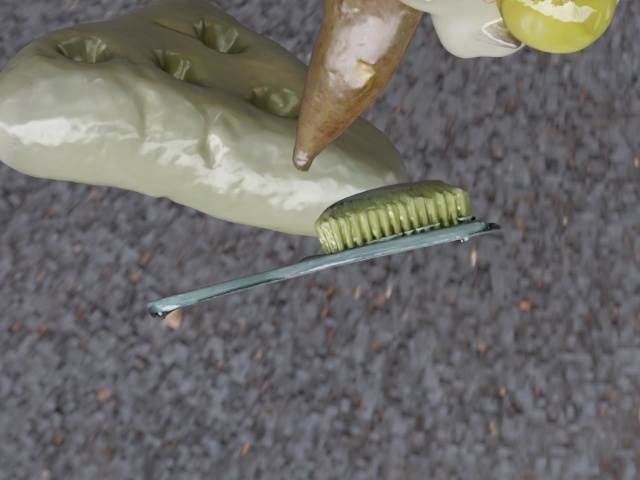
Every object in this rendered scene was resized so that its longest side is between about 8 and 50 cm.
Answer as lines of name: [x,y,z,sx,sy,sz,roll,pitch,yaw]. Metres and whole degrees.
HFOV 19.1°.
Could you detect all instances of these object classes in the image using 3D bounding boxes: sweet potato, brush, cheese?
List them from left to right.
cheese: [-0.097,-0.089,1.695,0.328,0.351,0.130,32,116,14]
brush: [0.000,0.000,1.521,0.296,0.068,0.060,-14,89,-14]
sweet potato: [0.047,-0.165,0.975,0.059,0.067,0.281,27,90,-30]

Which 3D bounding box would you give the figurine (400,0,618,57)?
figurine: [0.041,-0.069,0.444,0.047,0.050,0.083,-53,136,-8]
